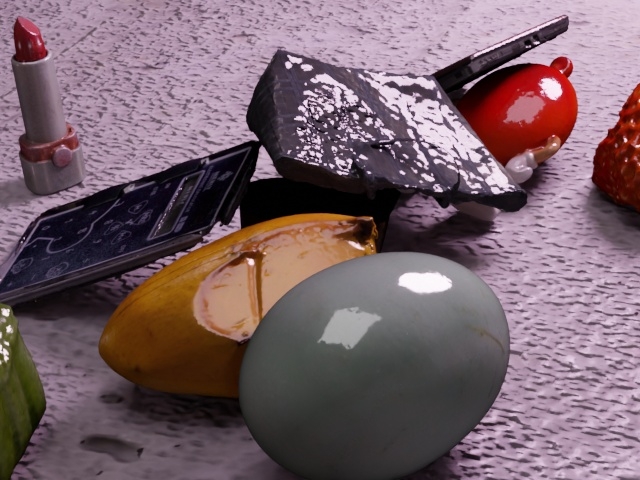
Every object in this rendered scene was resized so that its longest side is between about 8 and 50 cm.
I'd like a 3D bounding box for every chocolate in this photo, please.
[{"bbox_3d":[0.000,0.000,1.523,0.148,0.080,0.125,0,25,-5],"label":"chocolate"}]

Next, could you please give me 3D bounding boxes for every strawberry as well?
[{"bbox_3d":[0.343,-0.105,1.608,0.175,0.107,0.236,-12,30,-10],"label":"strawberry"}]

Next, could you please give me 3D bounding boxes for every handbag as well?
[{"bbox_3d":[0.051,-0.089,1.529,0.270,0.089,0.175,6,30,-30],"label":"handbag"}]

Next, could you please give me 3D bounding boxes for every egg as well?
[{"bbox_3d":[0.044,0.095,1.266,0.231,0.168,0.168,-22,33,-33],"label":"egg"}]

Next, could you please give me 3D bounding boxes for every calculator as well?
[{"bbox_3d":[-0.186,-0.013,1.553,0.274,0.028,0.166,-17,25,25],"label":"calculator"}]

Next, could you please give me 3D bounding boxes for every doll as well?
[{"bbox_3d":[0.174,-0.108,1.677,0.183,0.085,0.217,19,55,42],"label":"doll"}]

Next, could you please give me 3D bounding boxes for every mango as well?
[{"bbox_3d":[-0.062,0.061,1.392,0.252,0.126,0.154,-18,41,-5],"label":"mango"}]

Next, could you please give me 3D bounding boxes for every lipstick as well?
[{"bbox_3d":[-0.288,-0.142,1.715,0.063,0.186,0.057,-25,35,-27],"label":"lipstick"}]

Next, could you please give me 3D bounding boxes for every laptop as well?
[{"bbox_3d":[0.153,-0.176,1.744,0.154,0.026,0.207,-25,2,-31],"label":"laptop"}]

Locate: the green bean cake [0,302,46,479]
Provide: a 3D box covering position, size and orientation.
[{"bbox_3d":[-0.346,0.144,1.301,0.222,0.125,0.248,2,31,15],"label":"green bean cake"}]
